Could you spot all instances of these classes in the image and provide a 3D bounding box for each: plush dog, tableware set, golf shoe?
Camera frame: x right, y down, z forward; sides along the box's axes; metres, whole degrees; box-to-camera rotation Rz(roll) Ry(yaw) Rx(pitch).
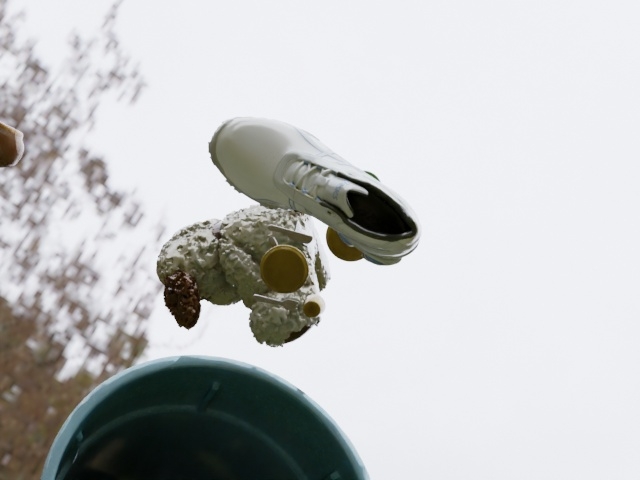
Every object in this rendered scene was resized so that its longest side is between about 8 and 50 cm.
[{"bbox_3d":[-0.119,0.023,2.066,0.226,0.262,0.210,-11,-70,9],"label":"plush dog"},{"bbox_3d":[0.000,0.000,1.439,0.104,0.024,0.154,15,-80,5],"label":"tableware set"},{"bbox_3d":[0.001,-0.045,1.111,0.176,0.069,0.086,27,-8,-6],"label":"golf shoe"}]

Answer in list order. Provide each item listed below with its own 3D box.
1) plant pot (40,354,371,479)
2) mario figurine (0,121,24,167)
[{"bbox_3d":[-0.156,0.338,1.538,0.341,0.341,0.334,31,-35,-5],"label":"plant pot"},{"bbox_3d":[-0.314,0.054,1.109,0.198,0.320,0.170,22,8,-38],"label":"mario figurine"}]
